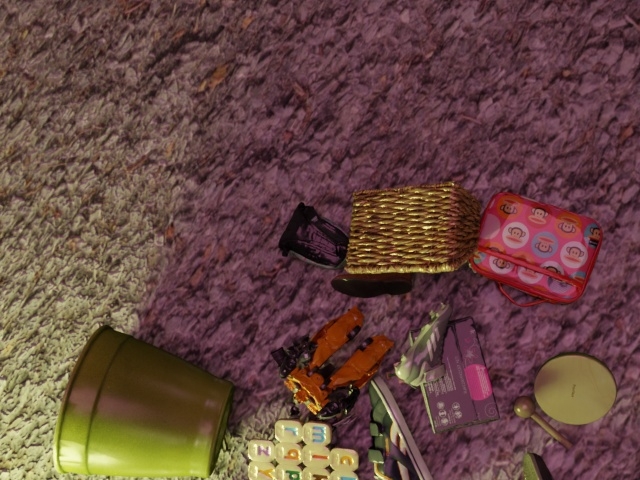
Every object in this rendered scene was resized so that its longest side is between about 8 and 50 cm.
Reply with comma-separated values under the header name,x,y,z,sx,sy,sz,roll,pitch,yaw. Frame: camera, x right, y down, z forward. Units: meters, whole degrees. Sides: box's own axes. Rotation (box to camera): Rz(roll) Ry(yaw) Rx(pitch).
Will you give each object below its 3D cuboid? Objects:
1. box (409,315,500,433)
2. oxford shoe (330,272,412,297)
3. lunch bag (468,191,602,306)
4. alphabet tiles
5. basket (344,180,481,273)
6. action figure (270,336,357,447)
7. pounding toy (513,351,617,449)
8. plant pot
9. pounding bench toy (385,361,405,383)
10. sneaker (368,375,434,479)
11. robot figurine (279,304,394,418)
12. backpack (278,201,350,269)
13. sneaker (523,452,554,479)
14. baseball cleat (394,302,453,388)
name,x,y,z,sx,sy,sz,roll,pitch,yaw
box,0.322,0.327,1.756,0.163,0.142,0.247,-15,74,8
oxford shoe,0.133,0.100,1.886,0.212,0.076,0.076,-2,48,12
lunch bag,0.522,0.036,1.799,0.293,0.120,0.258,20,86,15
alphabet tiles,-0.043,0.580,1.788,0.278,0.021,0.284,2,96,12
basket,0.235,0.000,1.788,0.299,0.213,0.223,-4,71,31
action figure,-0.016,0.389,1.832,0.185,0.099,0.285,-25,79,-3
pounding toy,0.591,0.351,1.737,0.183,0.110,0.237,33,115,4
plant pot,-0.408,0.426,1.782,0.353,0.366,0.366,13,81,1
pounding bench toy,0.201,0.332,1.815,0.083,0.065,0.052,-17,76,7
sneaker,0.166,0.496,1.756,0.127,0.126,0.321,-24,77,-1
robot figurine,0.036,0.303,1.776,0.211,0.085,0.291,45,60,11
backpack,0.000,0.000,1.897,0.182,0.115,0.152,26,96,13
sneaker,0.566,0.595,1.699,0.118,0.083,0.222,-15,68,-13
baseball cleat,0.264,0.250,1.685,0.109,0.072,0.206,37,91,4
